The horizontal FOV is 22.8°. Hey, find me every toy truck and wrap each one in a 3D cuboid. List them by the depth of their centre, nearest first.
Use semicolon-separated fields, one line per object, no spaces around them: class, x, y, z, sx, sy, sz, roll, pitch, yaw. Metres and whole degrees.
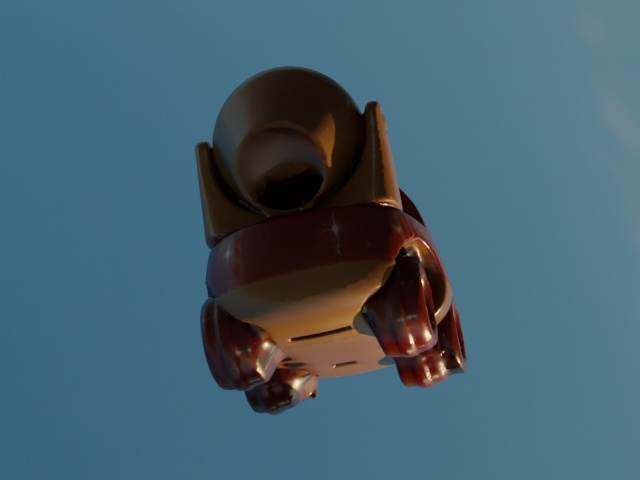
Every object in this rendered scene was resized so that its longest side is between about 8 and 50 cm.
toy truck;0.000;0.000;1.258;0.265;0.189;0.239;53;-153;-69
